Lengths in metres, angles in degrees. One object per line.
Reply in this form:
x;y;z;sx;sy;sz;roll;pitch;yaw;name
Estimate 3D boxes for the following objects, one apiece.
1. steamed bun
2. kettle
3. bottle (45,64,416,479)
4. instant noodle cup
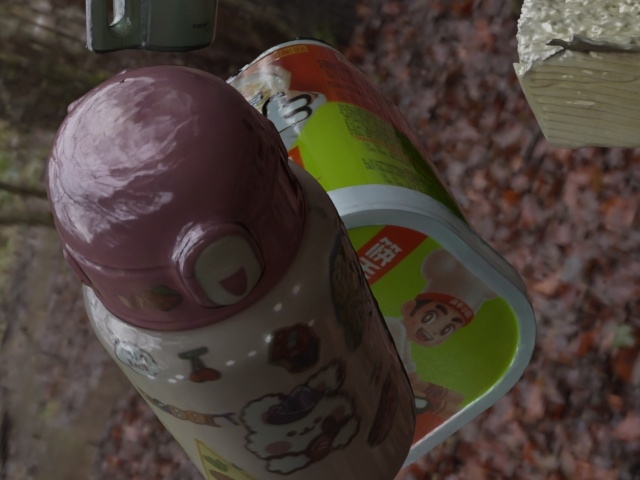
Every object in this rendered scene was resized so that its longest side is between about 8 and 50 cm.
0.425;-0.284;1.845;0.273;0.290;0.272;75;-154;-55;steamed bun
-0.130;-0.233;1.081;0.127;0.098;0.148;-70;-12;-65;kettle
-0.038;0.028;0.578;0.253;0.120;0.120;64;-153;-53;bottle
0.000;0.000;1.126;0.294;0.294;0.308;-59;29;29;instant noodle cup
